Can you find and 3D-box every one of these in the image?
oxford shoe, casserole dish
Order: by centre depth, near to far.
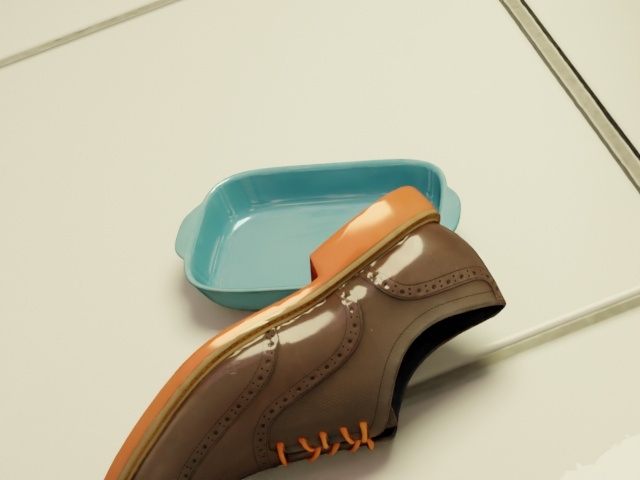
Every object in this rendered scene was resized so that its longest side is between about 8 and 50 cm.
[{"bbox_3d":[-0.013,0.089,0.842,0.271,0.097,0.098,-43,73,-8],"label":"oxford shoe"},{"bbox_3d":[0.000,0.000,0.971,0.188,0.037,0.114,-3,44,16],"label":"casserole dish"}]
